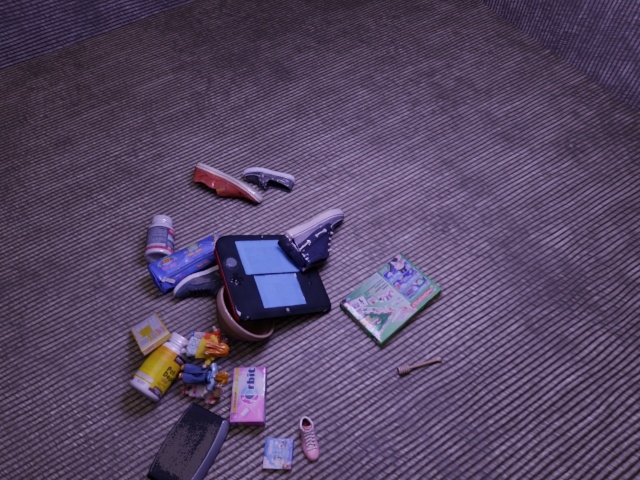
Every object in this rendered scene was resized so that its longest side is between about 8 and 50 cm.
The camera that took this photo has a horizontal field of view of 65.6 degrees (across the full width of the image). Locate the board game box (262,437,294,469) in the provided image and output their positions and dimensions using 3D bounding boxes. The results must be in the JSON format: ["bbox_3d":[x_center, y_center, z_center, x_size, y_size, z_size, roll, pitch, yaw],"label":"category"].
[{"bbox_3d":[-0.131,0.667,1.553,0.090,0.020,0.090,1,57,3],"label":"board game box"}]

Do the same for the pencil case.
[{"bbox_3d":[-0.497,0.084,1.874,0.306,0.119,0.133,-28,24,-16],"label":"pencil case"}]

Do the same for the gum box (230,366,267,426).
[{"bbox_3d":[-0.233,0.507,1.634,0.107,0.062,0.188,-1,57,0],"label":"gum box"}]

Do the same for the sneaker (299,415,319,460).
[{"bbox_3d":[-0.038,0.616,1.555,0.051,0.070,0.134,-12,59,-9],"label":"sneaker"}]

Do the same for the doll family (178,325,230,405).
[{"bbox_3d":[-0.374,0.410,1.623,0.163,0.118,0.262,3,79,12],"label":"doll family"}]

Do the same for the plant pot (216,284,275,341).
[{"bbox_3d":[-0.283,0.266,1.733,0.110,0.237,0.237,-42,58,21],"label":"plant pot"}]

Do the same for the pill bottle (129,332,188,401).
[{"bbox_3d":[-0.528,0.420,1.664,0.117,0.117,0.215,24,61,16],"label":"pill bottle"}]

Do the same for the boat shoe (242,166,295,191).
[{"bbox_3d":[-0.225,-0.251,2.121,0.229,0.080,0.076,11,56,0],"label":"boat shoe"}]

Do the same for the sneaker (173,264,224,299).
[{"bbox_3d":[-0.415,0.193,1.828,0.226,0.086,0.163,-26,59,-15],"label":"sneaker"}]

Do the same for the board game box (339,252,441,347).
[{"bbox_3d":[0.257,0.212,1.825,0.317,0.046,0.213,-36,64,-20],"label":"board game box"}]

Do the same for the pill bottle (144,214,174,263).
[{"bbox_3d":[-0.628,-0.006,1.947,0.108,0.108,0.180,-5,58,-2],"label":"pill bottle"}]

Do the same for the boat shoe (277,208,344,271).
[{"bbox_3d":[0.000,0.000,1.907,0.341,0.127,0.158,-28,78,-39],"label":"boat shoe"}]

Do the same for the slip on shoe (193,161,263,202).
[{"bbox_3d":[-0.392,-0.225,2.096,0.331,0.123,0.101,24,93,10],"label":"slip on shoe"}]

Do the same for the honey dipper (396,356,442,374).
[{"bbox_3d":[0.340,0.423,1.696,0.161,0.030,0.030,-14,58,-10],"label":"honey dipper"}]

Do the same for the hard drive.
[{"bbox_3d":[-0.411,0.648,1.551,0.172,0.054,0.254,22,60,15],"label":"hard drive"}]

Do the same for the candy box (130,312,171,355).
[{"bbox_3d":[-0.588,0.320,1.718,0.105,0.027,0.206,-32,26,-20],"label":"candy box"}]

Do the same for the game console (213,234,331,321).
[{"bbox_3d":[-0.172,0.122,1.785,0.387,0.060,0.342,-1,50,-35],"label":"game console"}]
